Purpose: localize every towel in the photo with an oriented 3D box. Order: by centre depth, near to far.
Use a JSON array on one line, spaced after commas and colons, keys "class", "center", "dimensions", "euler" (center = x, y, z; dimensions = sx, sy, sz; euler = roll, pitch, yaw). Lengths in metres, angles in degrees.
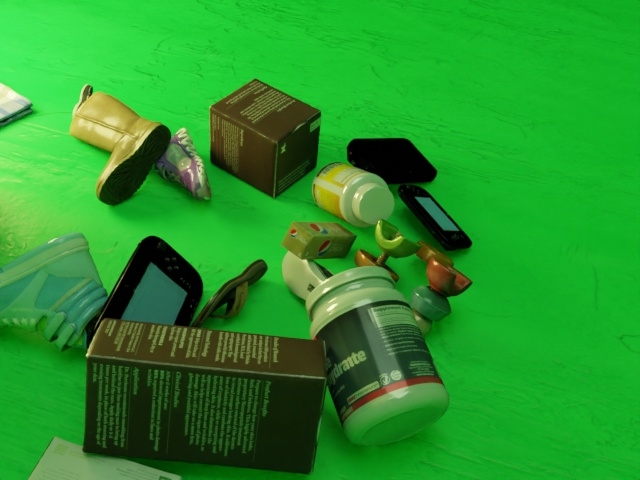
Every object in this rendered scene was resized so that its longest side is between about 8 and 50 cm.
[{"class": "towel", "center": [-0.873, -0.351, 2.148], "dimensions": [0.285, 0.034, 0.209], "euler": [34, 51, 26]}]

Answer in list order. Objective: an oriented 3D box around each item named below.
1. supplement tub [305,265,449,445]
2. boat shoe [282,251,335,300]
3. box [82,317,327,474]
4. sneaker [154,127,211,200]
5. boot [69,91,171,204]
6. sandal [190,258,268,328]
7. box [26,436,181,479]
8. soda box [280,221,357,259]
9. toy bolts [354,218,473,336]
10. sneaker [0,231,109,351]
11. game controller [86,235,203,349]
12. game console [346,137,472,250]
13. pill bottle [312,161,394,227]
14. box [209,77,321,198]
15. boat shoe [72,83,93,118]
[{"class": "supplement tub", "center": [0.093, 0.203, 1.527], "dimensions": [0.191, 0.191, 0.272], "euler": [-11, 59, -18]}, {"class": "boat shoe", "center": [-0.001, 0.094, 1.760], "dimensions": [0.070, 0.078, 0.219], "euler": [14, 22, -43]}, {"class": "box", "center": [-0.188, 0.255, 1.441], "dimensions": [0.381, 0.191, 0.143], "euler": [8, 23, -3]}, {"class": "sneaker", "center": [-0.319, -0.161, 1.978], "dimensions": [0.104, 0.095, 0.236], "euler": [-18, 43, -15]}, {"class": "boot", "center": [-0.493, -0.214, 2.009], "dimensions": [0.269, 0.089, 0.236], "euler": [26, 69, 37]}, {"class": "sandal", "center": [-0.169, 0.115, 1.719], "dimensions": [0.060, 0.090, 0.219], "euler": [45, 45, 7]}, {"class": "box", "center": [-0.378, 0.470, 1.323], "dimensions": [0.232, 0.059, 0.322], "euler": [15, 43, 9]}, {"class": "soda box", "center": [0.000, 0.000, 1.799], "dimensions": [0.061, 0.058, 0.181], "euler": [35, 18, 26]}, {"class": "toy bolts", "center": [0.191, 0.095, 1.767], "dimensions": [0.218, 0.158, 0.228], "euler": [24, 13, -45]}, {"class": "sneaker", "center": [-0.533, 0.146, 1.603], "dimensions": [0.319, 0.127, 0.208], "euler": [-30, 88, 3]}, {"class": "game controller", "center": [-0.320, 0.133, 1.631], "dimensions": [0.166, 0.067, 0.319], "euler": [38, 40, -17]}, {"class": "game console", "center": [0.221, -0.110, 1.979], "dimensions": [0.213, 0.044, 0.361], "euler": [-8, 49, -42]}, {"class": "pill bottle", "center": [0.073, -0.096, 1.873], "dimensions": [0.117, 0.117, 0.215], "euler": [-14, 20, -20]}, {"class": "box", "center": [-0.130, -0.240, 2.019], "dimensions": [0.203, 0.167, 0.168], "euler": [31, 48, 23]}, {"class": "boat shoe", "center": [-0.579, -0.340, 2.162], "dimensions": [0.038, 0.046, 0.125], "euler": [7, 46, 1]}]
